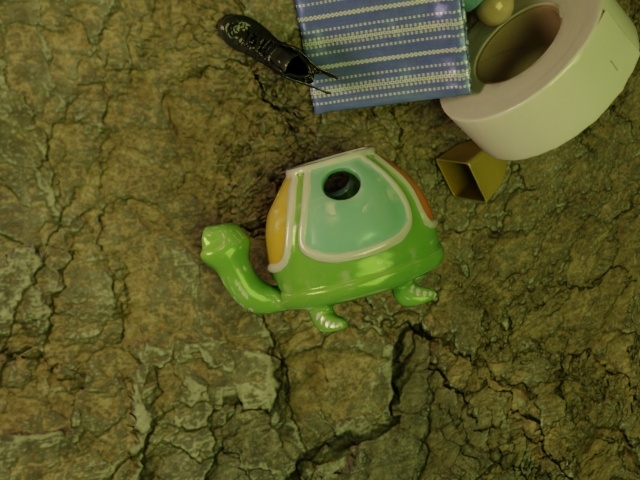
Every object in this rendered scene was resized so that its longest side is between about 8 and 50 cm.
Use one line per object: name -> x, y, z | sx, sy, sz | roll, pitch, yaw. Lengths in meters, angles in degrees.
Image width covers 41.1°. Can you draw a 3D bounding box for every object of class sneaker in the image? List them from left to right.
sneaker -> -0.060, -0.262, 1.200 | 0.170, 0.089, 0.051 | 29, 94, -29

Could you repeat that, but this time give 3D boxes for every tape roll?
tape roll -> 0.316, -0.259, 1.256 | 0.100, 0.286, 0.286 | 39, 89, -29

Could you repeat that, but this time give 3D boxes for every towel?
towel -> 0.079, -0.352, 1.194 | 0.243, 0.040, 0.336 | -5, 112, 13

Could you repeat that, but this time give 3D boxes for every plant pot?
plant pot -> 0.255, -0.122, 1.394 | 0.083, 0.081, 0.082 | -42, 119, -20

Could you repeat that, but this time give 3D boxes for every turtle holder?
turtle holder -> 0.011, -0.006, 1.262 | 0.320, 0.243, 0.228 | -12, 99, 22

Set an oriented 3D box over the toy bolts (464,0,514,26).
toy bolts -> 0.268, -0.426, 1.228 | 0.158, 0.218, 0.228 | 37, 97, -15
